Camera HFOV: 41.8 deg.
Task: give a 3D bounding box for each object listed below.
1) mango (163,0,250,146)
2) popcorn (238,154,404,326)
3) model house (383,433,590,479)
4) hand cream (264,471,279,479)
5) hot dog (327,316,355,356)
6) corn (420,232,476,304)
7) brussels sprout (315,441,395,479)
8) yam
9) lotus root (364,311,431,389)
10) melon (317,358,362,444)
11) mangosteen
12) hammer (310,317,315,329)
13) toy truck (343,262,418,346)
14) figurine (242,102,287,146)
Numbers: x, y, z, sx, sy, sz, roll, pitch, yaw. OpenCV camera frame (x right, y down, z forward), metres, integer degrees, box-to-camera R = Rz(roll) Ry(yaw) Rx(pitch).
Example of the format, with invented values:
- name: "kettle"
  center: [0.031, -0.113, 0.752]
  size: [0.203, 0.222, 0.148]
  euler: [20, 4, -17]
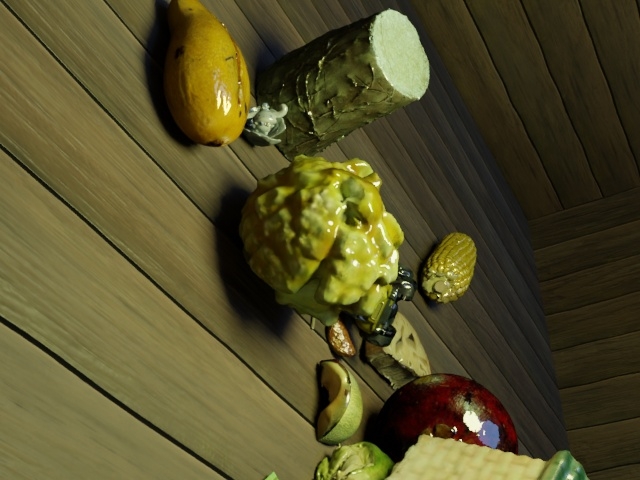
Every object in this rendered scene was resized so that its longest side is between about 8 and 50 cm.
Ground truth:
- name: "mango"
  center: [-0.189, -0.290, 1.410]
  size: [0.177, 0.120, 0.294]
  euler: [41, 37, -54]
- name: "popcorn"
  center: [-0.004, -0.004, 1.442]
  size: [0.279, 0.274, 0.335]
  euler: [10, 16, -31]
- name: "model house"
  center: [0.263, 0.554, 1.253]
  size: [0.445, 0.400, 0.394]
  euler: [-38, 121, -52]
- name: "hand cream"
  center: [-0.050, 0.442, 1.254]
  size: [0.174, 0.046, 0.095]
  euler: [64, 26, 3]
- name: "hot dog"
  center: [0.040, 0.195, 1.673]
  size: [0.058, 0.035, 0.083]
  euler: [-7, 74, -68]
- name: "corn"
  center: [0.378, 0.074, 2.418]
  size: [0.143, 0.144, 0.387]
  euler: [68, 24, -8]
- name: "brussels sprout"
  center: [0.074, 0.430, 1.443]
  size: [0.145, 0.131, 0.183]
  euler: [62, 19, -10]
- name: "yam"
  center: [0.038, -0.314, 1.722]
  size: [0.241, 0.348, 0.240]
  euler: [31, 47, -41]
- name: "lotus root"
  center: [0.173, 0.246, 1.896]
  size: [0.260, 0.075, 0.170]
  euler: [47, 32, -42]
- name: "melon"
  center: [0.046, 0.301, 1.549]
  size: [0.128, 0.079, 0.160]
  euler: [47, 32, -43]
- name: "mangosteen"
  center: [0.246, 0.414, 1.678]
  size: [0.311, 0.311, 0.311]
  euler: [48, 32, -44]
- name: "hammer"
  center: [-0.008, 0.129, 1.641]
  size: [0.035, 0.019, 0.110]
  euler: [53, 31, -38]
- name: "toy truck"
  center: [0.098, 0.108, 1.741]
  size: [0.224, 0.165, 0.147]
  euler: [-68, -179, -77]
- name: "figurine"
  center: [-0.112, -0.227, 1.604]
  size: [0.082, 0.095, 0.086]
  euler: [142, -34, -75]
